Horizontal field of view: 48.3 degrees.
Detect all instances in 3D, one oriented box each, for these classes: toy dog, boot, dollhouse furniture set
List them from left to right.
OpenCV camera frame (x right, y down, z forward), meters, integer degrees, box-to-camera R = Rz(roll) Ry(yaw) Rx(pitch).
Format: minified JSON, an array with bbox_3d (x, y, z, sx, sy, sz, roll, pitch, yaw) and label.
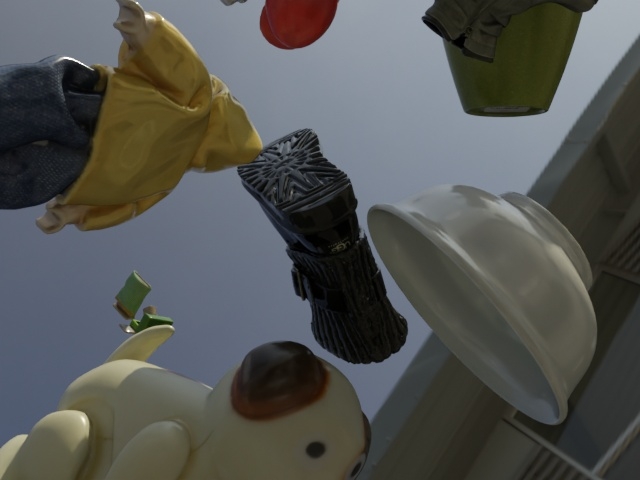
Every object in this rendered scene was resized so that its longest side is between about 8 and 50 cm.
[{"bbox_3d":[-0.327,0.116,1.250,0.058,0.151,0.076,19,-75,-53],"label":"dollhouse furniture set"},{"bbox_3d":[-0.136,0.268,0.872,0.407,0.396,0.285,-15,-56,22],"label":"toy dog"},{"bbox_3d":[-0.004,0.002,1.033,0.131,0.348,0.260,-25,-61,-2],"label":"boot"},{"bbox_3d":[0.253,-0.315,0.968,0.246,0.083,0.161,14,-74,-29],"label":"boot"}]

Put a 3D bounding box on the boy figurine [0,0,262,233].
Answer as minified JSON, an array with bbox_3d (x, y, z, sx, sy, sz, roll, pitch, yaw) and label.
[{"bbox_3d":[-0.143,-0.086,0.504,0.285,0.092,0.177,-19,-39,-53],"label":"boy figurine"}]

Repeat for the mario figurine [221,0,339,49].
[{"bbox_3d":[-0.060,-0.425,1.185,0.197,0.321,0.170,-13,-37,10],"label":"mario figurine"}]

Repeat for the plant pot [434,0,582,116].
[{"bbox_3d":[0.305,-0.357,1.165,0.274,0.274,0.294,1,-87,-30],"label":"plant pot"}]

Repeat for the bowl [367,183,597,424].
[{"bbox_3d":[0.194,0.042,0.776,0.134,0.298,0.298,-39,-60,-10],"label":"bowl"}]
